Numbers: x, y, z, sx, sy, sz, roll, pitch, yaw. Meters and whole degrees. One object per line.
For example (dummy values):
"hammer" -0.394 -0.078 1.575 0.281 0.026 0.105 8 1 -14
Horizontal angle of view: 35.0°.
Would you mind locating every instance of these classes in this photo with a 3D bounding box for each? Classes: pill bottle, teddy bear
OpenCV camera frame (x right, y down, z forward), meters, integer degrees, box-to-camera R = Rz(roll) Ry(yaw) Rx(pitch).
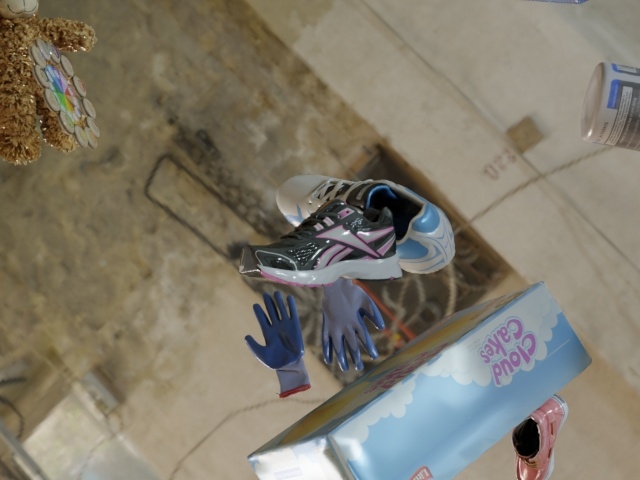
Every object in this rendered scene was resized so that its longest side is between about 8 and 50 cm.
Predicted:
"pill bottle" 0.323 -0.119 0.962 0.078 0.137 0.078 11 90 -87
"teddy bear" -0.490 -0.292 1.684 0.245 0.338 0.113 0 -168 -25

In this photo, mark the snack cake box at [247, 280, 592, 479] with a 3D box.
"snack cake box" 0.086 0.144 0.869 0.264 0.089 0.152 -30 178 -34

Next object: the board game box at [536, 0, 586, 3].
"board game box" 0.242 -0.282 0.995 0.165 0.042 0.243 -24 -158 -15

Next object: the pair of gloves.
"pair of gloves" -0.011 0.120 1.357 0.198 0.159 0.023 -27 149 18

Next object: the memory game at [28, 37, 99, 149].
"memory game" -0.387 -0.223 1.548 0.012 0.186 0.186 -24 175 9

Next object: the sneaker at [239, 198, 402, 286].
"sneaker" 0.000 0.000 0.932 0.178 0.077 0.072 -3 -175 -45

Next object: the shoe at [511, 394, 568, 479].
"shoe" 0.316 0.316 1.530 0.081 0.063 0.178 -23 133 -45

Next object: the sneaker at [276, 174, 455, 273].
"sneaker" 0.041 -0.036 1.066 0.085 0.237 0.086 -43 132 -26
